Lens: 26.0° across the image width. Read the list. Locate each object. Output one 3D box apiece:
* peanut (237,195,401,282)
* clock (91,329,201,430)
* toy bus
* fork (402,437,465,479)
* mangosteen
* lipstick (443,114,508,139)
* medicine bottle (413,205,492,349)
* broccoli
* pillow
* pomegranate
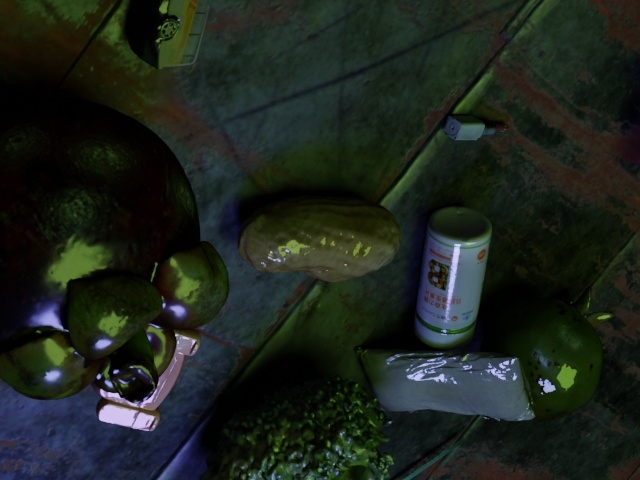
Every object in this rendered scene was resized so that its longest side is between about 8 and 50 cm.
[{"bbox_3d":[0.000,0.000,1.668,0.226,0.095,0.108,2,124,-37],"label":"peanut"},{"bbox_3d":[-0.208,0.107,1.550,0.092,0.162,0.166,18,116,-23],"label":"clock"},{"bbox_3d":[-0.141,-0.258,1.386,0.072,0.057,0.172,-8,128,-40],"label":"toy bus"},{"bbox_3d":[0.123,0.366,2.108,0.235,0.021,0.039,-34,141,-13],"label":"fork"},{"bbox_3d":[-0.250,0.011,1.344,0.300,0.300,0.300,-21,133,-24],"label":"mangosteen"},{"bbox_3d":[0.203,-0.144,1.764,0.107,0.025,0.025,-4,125,-41],"label":"lipstick"},{"bbox_3d":[0.175,0.050,1.850,0.086,0.086,0.183,-17,130,-27],"label":"medicine bottle"},{"bbox_3d":[-0.040,0.356,1.800,0.249,0.302,0.375,15,125,-1],"label":"broccoli"},{"bbox_3d":[0.173,0.197,1.904,0.229,0.050,0.148,-1,136,17],"label":"pillow"},{"bbox_3d":[0.336,0.155,2.007,0.224,0.181,0.181,-32,140,-42],"label":"pomegranate"}]
